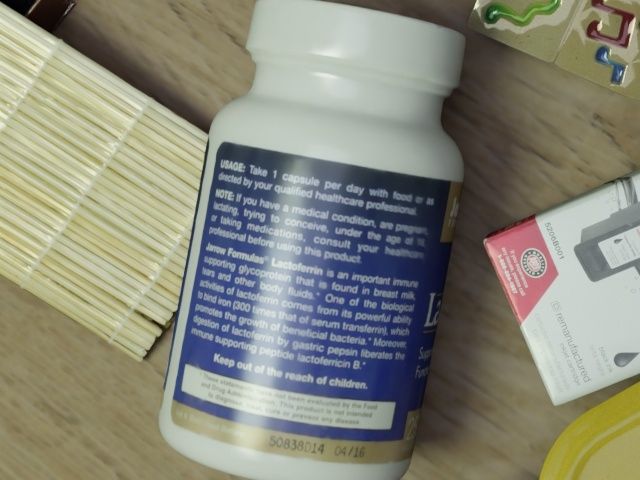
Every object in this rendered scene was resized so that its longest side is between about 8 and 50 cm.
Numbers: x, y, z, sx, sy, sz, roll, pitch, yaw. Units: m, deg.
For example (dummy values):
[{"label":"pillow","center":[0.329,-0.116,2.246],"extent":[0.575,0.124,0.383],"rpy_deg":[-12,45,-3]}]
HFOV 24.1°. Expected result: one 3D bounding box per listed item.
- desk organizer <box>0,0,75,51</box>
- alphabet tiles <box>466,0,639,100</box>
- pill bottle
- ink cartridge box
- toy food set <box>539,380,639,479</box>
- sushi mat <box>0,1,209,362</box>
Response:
[{"label":"desk organizer","center":[-0.222,-0.120,0.964],"extent":[0.047,0.050,0.130],"rpy_deg":[42,99,7]},{"label":"alphabet tiles","center":[0.245,-0.208,0.856],"extent":[0.342,0.011,0.285],"rpy_deg":[24,105,1]},{"label":"pill bottle","center":[0.000,0.000,0.874],"extent":[0.153,0.153,0.265],"rpy_deg":[11,95,10]},{"label":"ink cartridge box","center":[0.187,0.017,0.884],"extent":[0.150,0.063,0.109],"rpy_deg":[-24,87,11]},{"label":"toy food set","center":[0.200,0.154,0.888],"extent":[0.217,0.071,0.128],"rpy_deg":[-29,73,8]},{"label":"sushi mat","center":[-0.201,-0.062,0.936],"extent":[0.316,0.019,0.151],"rpy_deg":[32,99,-7]}]
